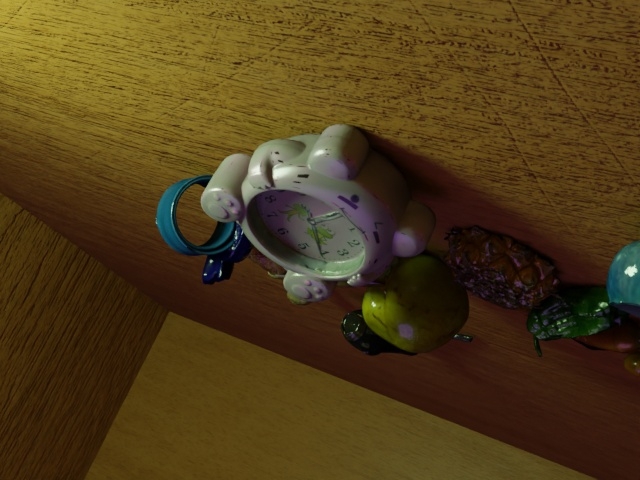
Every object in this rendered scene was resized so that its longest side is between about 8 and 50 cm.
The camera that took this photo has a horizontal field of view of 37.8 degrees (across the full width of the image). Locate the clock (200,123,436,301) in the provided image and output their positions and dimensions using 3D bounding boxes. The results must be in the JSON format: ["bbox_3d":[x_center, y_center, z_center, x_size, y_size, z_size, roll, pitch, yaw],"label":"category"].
[{"bbox_3d":[-0.001,-0.045,1.498,0.322,0.113,0.295,-18,125,45],"label":"clock"}]

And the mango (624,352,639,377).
[{"bbox_3d":[0.605,0.236,1.779,0.060,0.046,0.089,28,178,-3],"label":"mango"}]

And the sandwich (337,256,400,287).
[{"bbox_3d":[0.018,0.012,1.729,0.236,0.122,0.128,36,151,-2],"label":"sandwich"}]

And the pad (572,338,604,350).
[{"bbox_3d":[0.504,0.180,1.827,0.157,0.003,0.112,29,165,-17],"label":"pad"}]

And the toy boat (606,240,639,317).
[{"bbox_3d":[0.531,0.066,1.229,0.330,0.123,0.215,17,176,-13],"label":"toy boat"}]

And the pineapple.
[{"bbox_3d":[0.297,0.056,1.583,0.225,0.076,0.225,24,161,9],"label":"pineapple"}]

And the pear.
[{"bbox_3d":[0.186,0.120,1.779,0.200,0.200,0.200,24,166,7],"label":"pear"}]

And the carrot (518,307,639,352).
[{"bbox_3d":[0.473,0.157,1.697,0.066,0.062,0.271,-5,-169,-37],"label":"carrot"}]

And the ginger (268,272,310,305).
[{"bbox_3d":[-0.073,0.092,2.354,0.149,0.065,0.258,30,160,5],"label":"ginger"}]

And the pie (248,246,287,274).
[{"bbox_3d":[-0.117,0.030,2.195,0.153,0.038,0.153,25,147,18],"label":"pie"}]

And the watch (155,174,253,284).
[{"bbox_3d":[-0.239,-0.034,1.949,0.200,0.196,0.171,25,158,-27],"label":"watch"}]

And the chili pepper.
[{"bbox_3d":[0.433,0.130,1.604,0.100,0.074,0.257,59,159,1],"label":"chili pepper"}]

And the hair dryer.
[{"bbox_3d":[0.252,0.251,2.359,0.359,0.120,0.304,-1,160,42],"label":"hair dryer"}]
